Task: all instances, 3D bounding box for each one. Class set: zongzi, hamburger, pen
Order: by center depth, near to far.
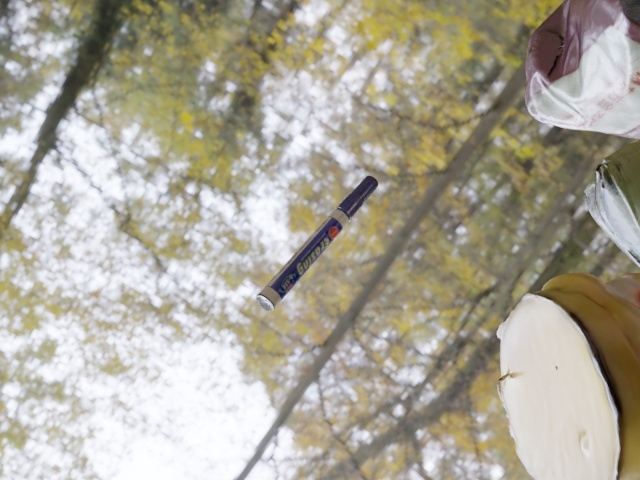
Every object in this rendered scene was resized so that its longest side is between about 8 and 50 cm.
[{"bbox_3d":[0.188,0.001,0.625,0.104,0.052,0.113,59,175,9],"label":"zongzi"},{"bbox_3d":[0.346,0.156,1.227,0.236,0.276,0.276,-13,-137,-17],"label":"hamburger"},{"bbox_3d":[0.000,0.000,1.241,0.025,0.025,0.204,38,-116,8],"label":"pen"}]

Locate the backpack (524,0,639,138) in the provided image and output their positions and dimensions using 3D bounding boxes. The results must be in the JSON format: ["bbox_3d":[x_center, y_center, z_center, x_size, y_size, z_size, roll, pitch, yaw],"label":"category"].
[{"bbox_3d":[0.428,-0.217,1.282,0.317,0.197,0.283,11,166,-11],"label":"backpack"}]
